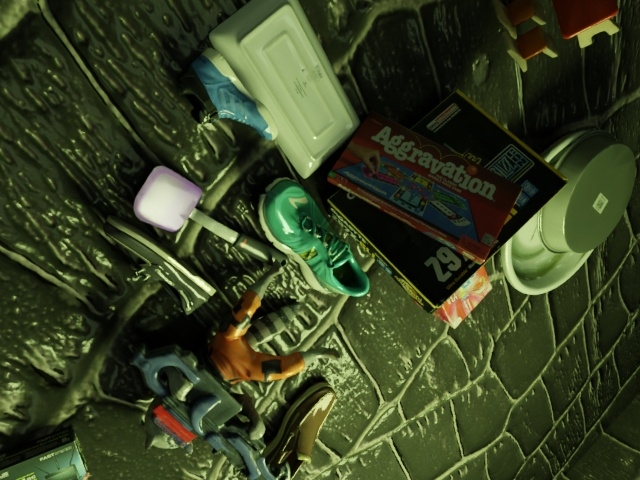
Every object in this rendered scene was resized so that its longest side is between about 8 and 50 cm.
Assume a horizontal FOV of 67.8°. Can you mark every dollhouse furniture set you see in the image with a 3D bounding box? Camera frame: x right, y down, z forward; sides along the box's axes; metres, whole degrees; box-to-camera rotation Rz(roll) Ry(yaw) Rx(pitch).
[{"bbox_3d":[0.417,-0.462,0.794,0.135,0.262,0.259,11,66,-46],"label":"dollhouse furniture set"}]

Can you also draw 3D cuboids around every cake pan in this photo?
[{"bbox_3d":[0.604,-0.096,1.069,0.293,0.054,0.293,-14,119,-28],"label":"cake pan"}]

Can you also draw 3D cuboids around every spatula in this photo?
[{"bbox_3d":[-0.153,-0.014,0.747,0.296,0.030,0.084,33,92,-39],"label":"spatula"}]

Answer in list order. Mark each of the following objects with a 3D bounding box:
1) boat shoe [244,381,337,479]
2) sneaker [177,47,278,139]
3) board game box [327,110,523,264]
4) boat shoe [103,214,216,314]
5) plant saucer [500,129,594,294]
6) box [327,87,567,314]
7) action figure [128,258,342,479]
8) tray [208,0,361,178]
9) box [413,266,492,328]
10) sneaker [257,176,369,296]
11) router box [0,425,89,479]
[{"bbox_3d":[-0.042,0.415,0.974,0.095,0.095,0.257,38,88,-39],"label":"boat shoe"},{"bbox_3d":[-0.132,-0.180,0.666,0.085,0.058,0.152,-50,125,-12],"label":"sneaker"},{"bbox_3d":[0.168,-0.092,0.779,0.145,0.281,0.027,-57,168,-15],"label":"board game box"},{"bbox_3d":[-0.238,0.043,0.690,0.065,0.075,0.206,-50,133,-8],"label":"boat shoe"},{"bbox_3d":[0.545,-0.069,1.139,0.400,0.100,0.401,-13,117,-28],"label":"plant saucer"},{"bbox_3d":[0.213,-0.073,0.825,0.322,0.257,0.079,-40,166,-11],"label":"box"},{"bbox_3d":[-0.132,0.244,0.794,0.330,0.178,0.341,-33,106,-10],"label":"action figure"},{"bbox_3d":[-0.034,-0.233,0.727,0.145,0.030,0.270,-44,128,-11],"label":"tray"},{"bbox_3d":[0.234,0.041,0.968,0.128,0.122,0.257,-43,127,-11],"label":"box"},{"bbox_3d":[0.000,0.000,0.798,0.107,0.110,0.275,-54,131,-17],"label":"sneaker"},{"bbox_3d":[-0.428,0.351,0.726,0.122,0.038,0.092,-17,119,-26],"label":"router box"}]
